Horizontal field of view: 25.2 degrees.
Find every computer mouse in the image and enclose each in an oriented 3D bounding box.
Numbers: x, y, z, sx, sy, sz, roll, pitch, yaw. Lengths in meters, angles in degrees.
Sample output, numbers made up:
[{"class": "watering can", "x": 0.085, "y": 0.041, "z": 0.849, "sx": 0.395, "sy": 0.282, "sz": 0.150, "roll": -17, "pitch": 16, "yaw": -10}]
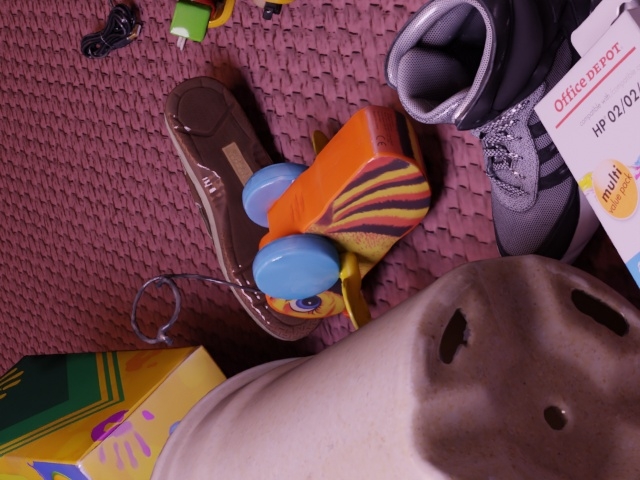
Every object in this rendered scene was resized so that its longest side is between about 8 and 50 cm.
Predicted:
[{"class": "computer mouse", "x": -0.245, "y": -0.289, "z": 1.487, "sx": 0.106, "sy": 0.042, "sz": 0.193, "roll": -11, "pitch": 97, "yaw": 59}]

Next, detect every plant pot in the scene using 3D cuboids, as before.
[{"class": "plant pot", "x": 0.084, "y": 0.171, "z": 0.978, "sx": 0.334, "sy": 0.334, "sz": 0.305, "roll": 61, "pitch": 143, "yaw": 16}]

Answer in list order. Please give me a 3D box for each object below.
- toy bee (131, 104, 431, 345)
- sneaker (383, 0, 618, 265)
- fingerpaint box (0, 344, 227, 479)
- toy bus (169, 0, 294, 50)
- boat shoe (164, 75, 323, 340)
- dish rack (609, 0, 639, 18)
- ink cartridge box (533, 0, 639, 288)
[{"class": "toy bee", "x": 0.000, "y": 0.000, "z": 1.205, "sx": 0.298, "sy": 0.162, "sz": 0.195, "roll": -15, "pitch": 62, "yaw": 45}, {"class": "sneaker", "x": 0.116, "y": -0.080, "z": 0.950, "sx": 0.101, "sy": 0.153, "sz": 0.268, "roll": 37, "pitch": 135, "yaw": 42}, {"class": "fingerpaint box", "x": -0.131, "y": 0.318, "z": 1.382, "sx": 0.371, "sy": 0.163, "sz": 0.445, "roll": -9, "pitch": 120, "yaw": 55}, {"class": "toy bus", "x": -0.045, "y": -0.240, "z": 1.157, "sx": 0.202, "sy": 0.104, "sz": 0.191, "roll": -144, "pitch": 70, "yaw": -86}, {"class": "boat shoe", "x": -0.066, "y": -0.027, "z": 1.332, "sx": 0.095, "sy": 0.095, "sz": 0.257, "roll": 133, "pitch": 115, "yaw": -78}, {"class": "dish rack", "x": 0.276, "y": -0.157, "z": 0.746, "sx": 0.285, "sy": 0.072, "sz": 0.333, "roll": -38, "pitch": 74, "yaw": 57}, {"class": "ink cartridge box", "x": 0.190, "y": -0.063, "z": 0.803, "sx": 0.181, "sy": 0.061, "sz": 0.104, "roll": 62, "pitch": 147, "yaw": 16}]
